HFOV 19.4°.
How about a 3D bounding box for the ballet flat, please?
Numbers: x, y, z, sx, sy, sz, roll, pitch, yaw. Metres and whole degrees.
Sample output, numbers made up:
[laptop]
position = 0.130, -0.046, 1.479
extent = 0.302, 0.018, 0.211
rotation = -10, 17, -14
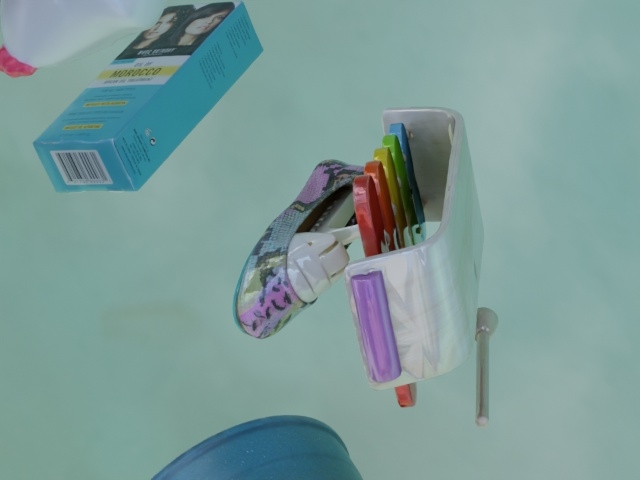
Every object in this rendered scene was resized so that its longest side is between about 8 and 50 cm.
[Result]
[ballet flat]
position = 0.000, 0.000, 1.597
extent = 0.079, 0.077, 0.221
rotation = -5, 33, 31

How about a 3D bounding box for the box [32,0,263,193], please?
[box]
position = -0.159, -0.138, 1.770
extent = 0.101, 0.060, 0.244
rotation = 0, 37, 34

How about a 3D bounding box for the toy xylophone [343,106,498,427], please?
[toy xylophone]
position = 0.090, 0.022, 1.570
extent = 0.081, 0.322, 0.236
rotation = -7, 108, 12

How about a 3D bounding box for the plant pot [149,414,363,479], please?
[plant pot]
position = -0.025, 0.344, 1.718
extent = 0.272, 0.272, 0.255
rotation = -44, 52, 3

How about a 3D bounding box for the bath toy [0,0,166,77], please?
[bath toy]
position = -0.241, -0.214, 1.130
extent = 0.129, 0.348, 0.151
rotation = -42, 45, 12
